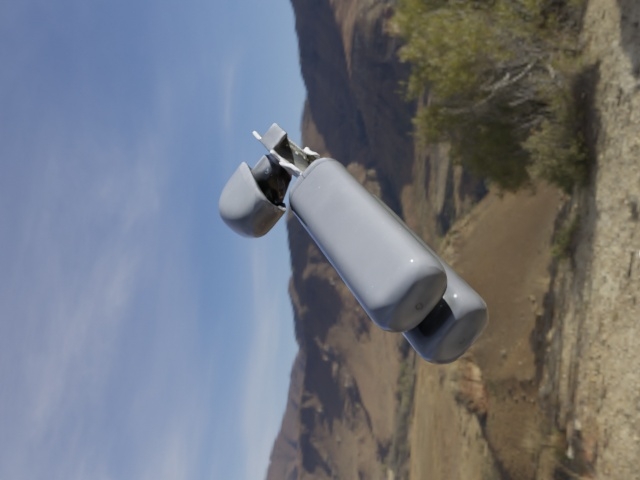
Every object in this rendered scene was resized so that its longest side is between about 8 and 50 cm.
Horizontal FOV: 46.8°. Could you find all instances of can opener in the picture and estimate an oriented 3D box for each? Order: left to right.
[{"bbox_3d":[0.000,0.000,0.494,0.095,0.076,0.283,-48,31,7],"label":"can opener"}]
